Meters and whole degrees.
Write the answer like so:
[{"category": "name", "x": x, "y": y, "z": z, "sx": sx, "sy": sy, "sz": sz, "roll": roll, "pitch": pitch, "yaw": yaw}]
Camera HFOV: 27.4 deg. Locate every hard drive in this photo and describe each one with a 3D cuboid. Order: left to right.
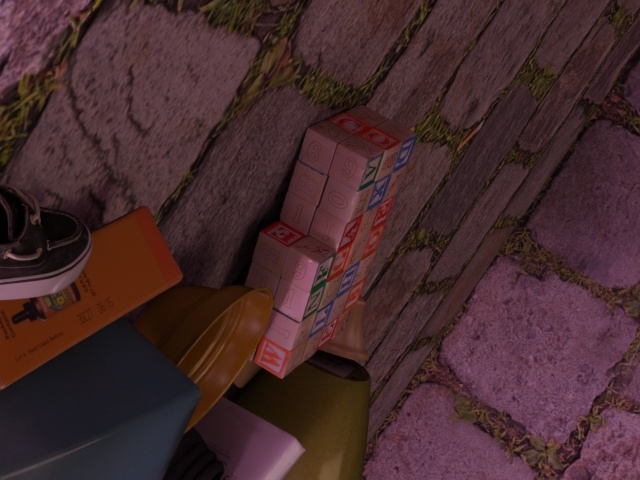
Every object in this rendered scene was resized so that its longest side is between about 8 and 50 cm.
[{"category": "hard drive", "x": -0.183, "y": 0.342, "z": 1.668, "sx": 0.307, "sy": 0.203, "sz": 0.040, "roll": -50, "pitch": 129, "yaw": -17}]

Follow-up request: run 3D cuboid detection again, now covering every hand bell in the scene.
[{"category": "hand bell", "x": 0.048, "y": 0.040, "z": 1.903, "sx": 0.126, "sy": 0.126, "sz": 0.242, "roll": 7, "pitch": 102, "yaw": -73}]

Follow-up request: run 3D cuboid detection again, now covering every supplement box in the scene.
[{"category": "supplement box", "x": -0.221, "y": 0.050, "z": 1.092, "sx": 0.080, "sy": 0.078, "sz": 0.233, "roll": -22, "pitch": -173, "yaw": 36}]

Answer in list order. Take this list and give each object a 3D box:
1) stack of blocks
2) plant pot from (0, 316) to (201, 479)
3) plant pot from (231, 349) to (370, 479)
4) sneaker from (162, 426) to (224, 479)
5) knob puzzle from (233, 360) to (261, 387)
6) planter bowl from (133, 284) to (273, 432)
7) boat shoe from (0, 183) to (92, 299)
[{"category": "stack of blocks", "x": 0.000, "y": 0.000, "z": 1.592, "sx": 0.171, "sy": 0.087, "sz": 0.297, "roll": -32, "pitch": 146, "yaw": -55}, {"category": "plant pot", "x": -0.259, "y": 0.174, "z": 1.134, "sx": 0.234, "sy": 0.165, "sz": 0.165, "roll": -23, "pitch": 146, "yaw": -51}, {"category": "plant pot", "x": -0.045, "y": 0.303, "z": 1.912, "sx": 0.294, "sy": 0.274, "sz": 0.275, "roll": -68, "pitch": 162, "yaw": 10}, {"category": "sneaker", "x": -0.234, "y": 0.333, "z": 1.565, "sx": 0.296, "sy": 0.147, "sz": 0.104, "roll": -49, "pitch": 166, "yaw": -15}, {"category": "knob puzzle", "x": -0.076, "y": 0.118, "z": 1.793, "sx": 0.213, "sy": 0.030, "sz": 0.213, "roll": -50, "pitch": 164, "yaw": -19}, {"category": "planter bowl", "x": -0.153, "y": 0.116, "z": 1.446, "sx": 0.217, "sy": 0.090, "sz": 0.217, "roll": -48, "pitch": 163, "yaw": -20}, {"category": "boat shoe", "x": -0.236, "y": -0.002, "z": 0.972, "sx": 0.070, "sy": 0.077, "sz": 0.219, "roll": -59, "pitch": 162, "yaw": 22}]
